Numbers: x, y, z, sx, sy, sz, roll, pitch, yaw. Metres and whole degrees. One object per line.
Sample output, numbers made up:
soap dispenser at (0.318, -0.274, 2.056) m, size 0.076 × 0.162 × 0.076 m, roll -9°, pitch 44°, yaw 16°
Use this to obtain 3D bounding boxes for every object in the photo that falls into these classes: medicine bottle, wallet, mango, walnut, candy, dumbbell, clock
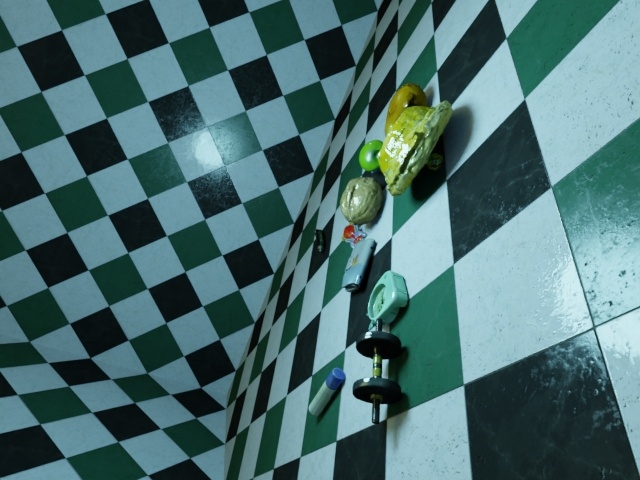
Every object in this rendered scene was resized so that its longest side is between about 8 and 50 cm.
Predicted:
medicine bottle at (0.024, 0.605, 1.704) m, size 0.059 × 0.059 × 0.231 m, roll -94°, pitch 28°, yaw -59°
wallet at (0.167, 0.108, 1.864) m, size 0.170 × 0.069 × 0.231 m, roll -27°, pitch 38°, yaw 63°
mango at (0.362, -0.538, 1.853) m, size 0.201 × 0.152 × 0.288 m, roll 24°, pitch 92°, yaw 61°
walnut at (0.188, -0.183, 1.952) m, size 0.245 × 0.198 × 0.198 m, roll -65°, pitch 11°, yaw -27°
candy at (0.407, -0.299, 1.591) m, size 0.062 × 0.058 × 0.194 m, roll -25°, pitch 14°, yaw 7°
dumbbell at (0.172, 0.383, 1.288) m, size 0.143 × 0.143 × 0.326 m, roll 126°, pitch 159°, yaw -47°
clock at (0.222, 0.220, 1.494) m, size 0.159 × 0.065 × 0.211 m, roll -88°, pitch 23°, yaw -53°

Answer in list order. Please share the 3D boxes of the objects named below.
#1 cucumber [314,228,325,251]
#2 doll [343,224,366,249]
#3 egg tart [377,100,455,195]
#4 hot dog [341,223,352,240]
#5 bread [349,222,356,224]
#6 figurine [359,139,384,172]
cucumber at (0.001, -0.003, 2.663) m, size 0.245 × 0.067 × 0.067 m, roll -104°, pitch 37°, yaw -63°
doll at (0.158, -0.027, 2.067) m, size 0.102 × 0.075 × 0.227 m, roll -53°, pitch 26°, yaw 6°
egg tart at (0.327, -0.350, 1.556) m, size 0.388 × 0.168 × 0.388 m, roll -58°, pitch -5°, yaw -8°
hot dog at (0.149, -0.056, 2.236) m, size 0.044 × 0.028 × 0.137 m, roll 55°, pitch 130°, yaw 42°
bread at (0.194, -0.129, 2.142) m, size 0.126 × 0.044 × 0.129 m, roll -54°, pitch 17°, yaw 11°
figurine at (0.280, -0.401, 2.035) m, size 0.263 × 0.143 × 0.162 m, roll 20°, pitch 95°, yaw 65°
